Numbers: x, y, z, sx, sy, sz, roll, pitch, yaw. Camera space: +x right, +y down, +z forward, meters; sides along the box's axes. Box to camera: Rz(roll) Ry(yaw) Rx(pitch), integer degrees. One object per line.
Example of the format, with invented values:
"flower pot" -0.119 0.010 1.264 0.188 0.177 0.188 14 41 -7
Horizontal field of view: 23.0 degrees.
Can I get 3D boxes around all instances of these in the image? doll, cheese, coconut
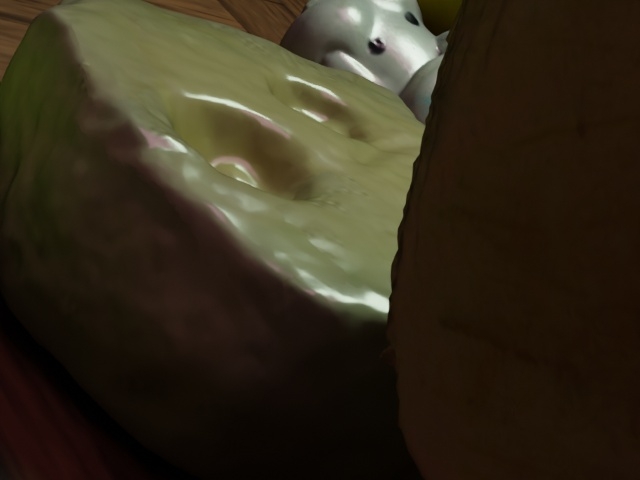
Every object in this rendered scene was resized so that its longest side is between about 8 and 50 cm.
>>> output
"doll" 0.057 -0.091 0.991 0.180 0.107 0.110 36 42 21
"cheese" 0.000 0.000 0.710 0.326 0.115 0.318 35 23 13
"coconut" 0.209 -0.006 0.483 0.404 0.404 0.404 24 22 -10

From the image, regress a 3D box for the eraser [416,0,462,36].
"eraser" 0.105 -0.139 1.032 0.045 0.122 0.097 -29 87 -42
